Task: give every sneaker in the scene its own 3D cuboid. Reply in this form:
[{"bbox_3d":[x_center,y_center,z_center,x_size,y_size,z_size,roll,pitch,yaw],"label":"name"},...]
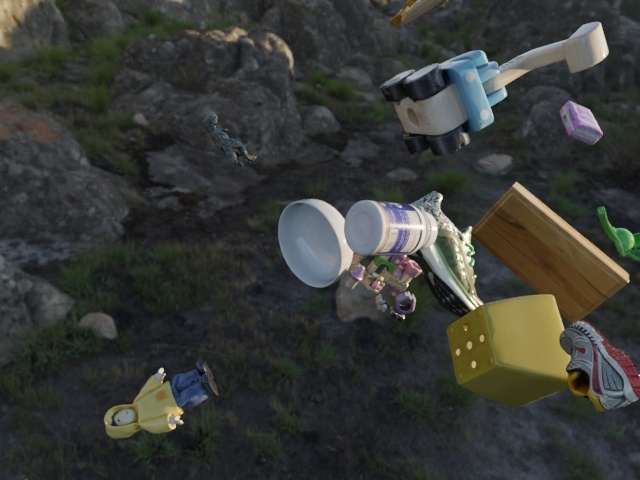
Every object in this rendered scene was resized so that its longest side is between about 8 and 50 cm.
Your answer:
[{"bbox_3d":[0.355,0.043,1.392,0.182,0.410,0.158,-37,8,-11],"label":"sneaker"},{"bbox_3d":[0.436,0.201,0.870,0.093,0.088,0.225,-31,4,9],"label":"sneaker"}]

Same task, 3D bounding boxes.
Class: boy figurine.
[{"bbox_3d":[-0.407,0.404,1.346,0.285,0.092,0.177,-24,46,-6],"label":"boy figurine"}]

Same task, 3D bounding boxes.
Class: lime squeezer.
[{"bbox_3d":[0.578,0.001,0.956,0.311,0.058,0.110,10,-14,-21],"label":"lime squeezer"}]

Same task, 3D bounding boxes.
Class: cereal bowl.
[{"bbox_3d":[0.000,0.000,1.999,0.141,0.338,0.339,-20,37,-41],"label":"cereal bowl"}]

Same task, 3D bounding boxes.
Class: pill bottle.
[{"bbox_3d":[0.151,-0.023,1.101,0.187,0.112,0.112,2,24,-40],"label":"pill bottle"}]

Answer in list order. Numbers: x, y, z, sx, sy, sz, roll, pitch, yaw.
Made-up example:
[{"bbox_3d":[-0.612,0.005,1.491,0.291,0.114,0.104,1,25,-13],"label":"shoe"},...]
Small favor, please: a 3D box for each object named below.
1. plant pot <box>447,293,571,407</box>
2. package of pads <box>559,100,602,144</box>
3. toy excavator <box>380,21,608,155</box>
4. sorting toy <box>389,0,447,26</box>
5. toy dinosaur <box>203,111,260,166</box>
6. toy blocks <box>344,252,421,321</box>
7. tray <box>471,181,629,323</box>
[{"bbox_3d":[0.417,0.248,1.221,0.187,0.212,0.212,10,56,-21],"label":"plant pot"},{"bbox_3d":[0.448,-0.203,0.916,0.050,0.032,0.083,21,42,-10],"label":"package of pads"},{"bbox_3d":[0.446,-0.429,1.420,0.445,0.222,0.433,-33,20,-9],"label":"toy excavator"},{"bbox_3d":[0.290,-0.604,1.265,0.041,0.229,0.307,42,-8,-17],"label":"sorting toy"},{"bbox_3d":[-0.241,-0.255,1.465,0.118,0.064,0.268,21,24,-49],"label":"toy dinosaur"},{"bbox_3d":[0.260,0.073,1.993,0.289,0.260,0.309,30,24,-14],"label":"toy blocks"},{"bbox_3d":[0.670,0.038,1.586,0.411,0.202,0.076,43,34,11],"label":"tray"}]
